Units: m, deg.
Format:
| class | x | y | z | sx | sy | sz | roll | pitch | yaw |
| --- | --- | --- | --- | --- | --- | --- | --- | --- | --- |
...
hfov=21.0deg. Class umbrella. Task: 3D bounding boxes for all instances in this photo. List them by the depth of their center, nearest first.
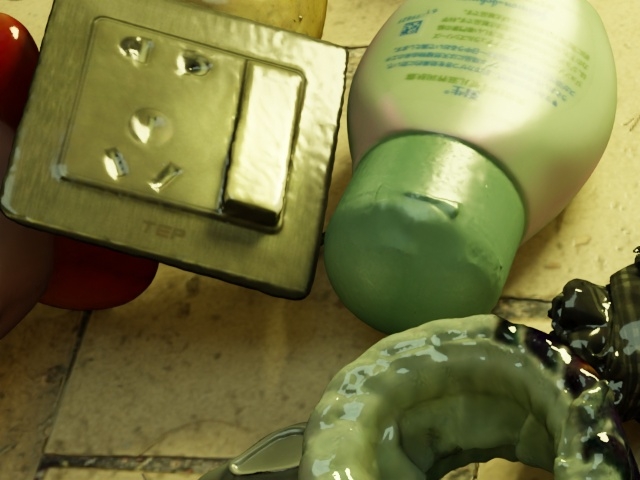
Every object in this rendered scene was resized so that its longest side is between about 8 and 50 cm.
| class | x | y | z | sx | sy | sz | roll | pitch | yaw |
| --- | --- | --- | --- | --- | --- | --- | --- | --- | --- |
| umbrella | 0.334 | 0.062 | 1.242 | 0.336 | 0.128 | 0.154 | -4 | 41 | 4 |

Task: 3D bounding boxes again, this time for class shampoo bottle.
| class | x | y | z | sx | sy | sz | roll | pitch | yaw |
| --- | --- | --- | --- | --- | --- | --- | --- | --- | --- |
| shampoo bottle | 0.112 | -0.067 | 1.404 | 0.222 | 0.151 | 0.349 | 15 | 48 | 12 |

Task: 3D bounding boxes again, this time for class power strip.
| class | x | y | z | sx | sy | sz | roll | pitch | yaw |
| --- | --- | --- | --- | --- | --- | --- | --- | --- | --- |
| power strip | -0.114 | -0.077 | 1.393 | 0.251 | 0.092 | 0.257 | 12 | 55 | -5 |

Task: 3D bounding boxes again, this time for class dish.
| class | x | y | z | sx | sy | sz | roll | pitch | yaw |
| --- | --- | --- | --- | --- | --- | --- | --- | --- | --- |
| dish | -0.033 | 0.168 | 1.269 | 0.137 | 0.039 | 0.091 | -16 | 43 | -6 |

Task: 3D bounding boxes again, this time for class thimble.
| class | x | y | z | sx | sy | sz | roll | pitch | yaw |
| --- | --- | --- | --- | --- | --- | --- | --- | --- | --- |
| thimble | 0.101 | 0.178 | 1.138 | 0.237 | 0.150 | 0.237 | -10 | 50 | 12 |

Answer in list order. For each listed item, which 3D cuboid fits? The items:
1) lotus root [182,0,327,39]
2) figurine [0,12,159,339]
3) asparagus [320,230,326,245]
| class | x | y | z | sx | sy | sz | roll | pitch | yaw |
| --- | --- | --- | --- | --- | --- | --- | --- | --- | --- |
| lotus root | -0.073 | -0.228 | 1.592 | 0.183 | 0.183 | 0.310 | 2 | 44 | 14 |
| figurine | -0.318 | -0.006 | 1.397 | 0.211 | 0.270 | 0.261 | -31 | 2 | 42 |
| asparagus | 0.000 | 0.000 | 1.457 | 0.163 | 0.016 | 0.016 | -23 | 54 | -15 |
